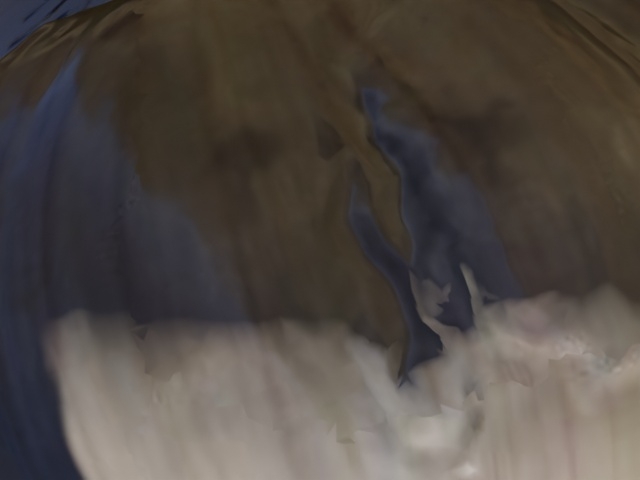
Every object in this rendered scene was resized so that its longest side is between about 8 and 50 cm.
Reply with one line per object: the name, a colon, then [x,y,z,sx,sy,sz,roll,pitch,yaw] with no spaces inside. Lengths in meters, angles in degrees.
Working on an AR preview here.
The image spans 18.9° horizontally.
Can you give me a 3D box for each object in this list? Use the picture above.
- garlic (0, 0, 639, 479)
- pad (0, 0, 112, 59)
garlic: [0.007,0.015,0.583,0.241,0.322,0.322,47,177,-11]
pad: [-0.191,-0.177,1.441,0.018,0.286,0.284,36,-142,-22]
